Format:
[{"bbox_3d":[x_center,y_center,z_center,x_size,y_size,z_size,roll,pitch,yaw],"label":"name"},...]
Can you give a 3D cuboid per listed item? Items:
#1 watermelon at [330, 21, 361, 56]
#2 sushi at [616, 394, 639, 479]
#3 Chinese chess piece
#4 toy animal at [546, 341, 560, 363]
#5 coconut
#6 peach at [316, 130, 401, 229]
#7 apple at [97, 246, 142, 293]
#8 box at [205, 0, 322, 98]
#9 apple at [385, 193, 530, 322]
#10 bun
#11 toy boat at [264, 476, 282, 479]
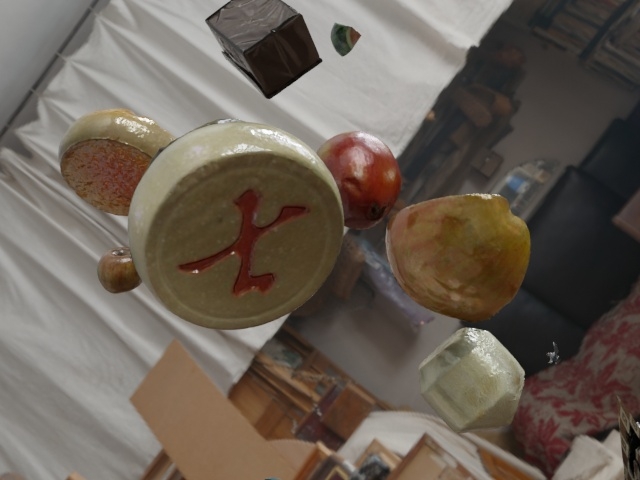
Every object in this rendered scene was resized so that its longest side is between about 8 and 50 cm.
[{"bbox_3d":[0.071,-0.545,1.815,0.084,0.072,0.092,-117,23,-52],"label":"watermelon"},{"bbox_3d":[0.647,0.453,1.312,0.043,0.279,0.192,-14,21,6],"label":"sushi"},{"bbox_3d":[-0.129,-0.021,1.049,0.338,0.338,0.140,-55,33,12],"label":"Chinese chess piece"},{"bbox_3d":[0.645,0.322,1.856,0.050,0.028,0.084,-39,-50,-12],"label":"toy animal"},{"bbox_3d":[0.388,0.359,1.679,0.245,0.247,0.245,-41,-9,-8],"label":"coconut"},{"bbox_3d":[0.097,-0.152,1.772,0.238,0.280,0.281,-14,-9,-1],"label":"peach"},{"bbox_3d":[-0.344,0.052,1.157,0.084,0.084,0.071,-44,-38,-56],"label":"apple"},{"bbox_3d":[-0.151,-0.517,1.712,0.188,0.252,0.153,-36,-40,-3],"label":"box"},{"bbox_3d":[0.313,0.027,1.513,0.252,0.314,0.309,-37,0,-20],"label":"apple"},{"bbox_3d":[-0.448,-0.194,1.566,0.299,0.299,0.164,119,165,-52],"label":"bun"},{"bbox_3d":[-0.025,0.609,1.360,0.114,0.296,0.122,-45,-15,35],"label":"toy boat"}]
